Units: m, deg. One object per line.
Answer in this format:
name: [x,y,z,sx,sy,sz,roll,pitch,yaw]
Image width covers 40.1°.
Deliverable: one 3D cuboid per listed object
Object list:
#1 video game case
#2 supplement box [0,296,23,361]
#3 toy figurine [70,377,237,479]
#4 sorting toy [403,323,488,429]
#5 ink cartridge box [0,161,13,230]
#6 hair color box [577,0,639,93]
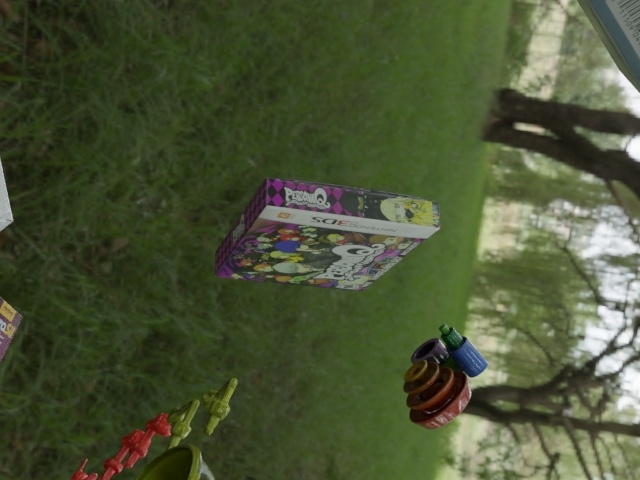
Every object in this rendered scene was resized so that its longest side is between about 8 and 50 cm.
video game case: [0.000,0.000,1.065,0.232,0.210,0.041,134,-41,-59]
supplement box: [-0.330,0.094,0.835,0.055,0.043,0.083,67,36,-57]
toy figurine: [-0.150,0.325,0.936,0.217,0.363,0.191,47,38,-12]
sorting toy: [0.080,0.088,0.615,0.042,0.061,0.102,50,14,-11]
ink cartridge box: [-0.428,-0.076,0.968,0.082,0.140,0.190,12,53,-55]
hair color box: [0.404,-0.300,1.121,0.185,0.114,0.374,55,20,-8]
